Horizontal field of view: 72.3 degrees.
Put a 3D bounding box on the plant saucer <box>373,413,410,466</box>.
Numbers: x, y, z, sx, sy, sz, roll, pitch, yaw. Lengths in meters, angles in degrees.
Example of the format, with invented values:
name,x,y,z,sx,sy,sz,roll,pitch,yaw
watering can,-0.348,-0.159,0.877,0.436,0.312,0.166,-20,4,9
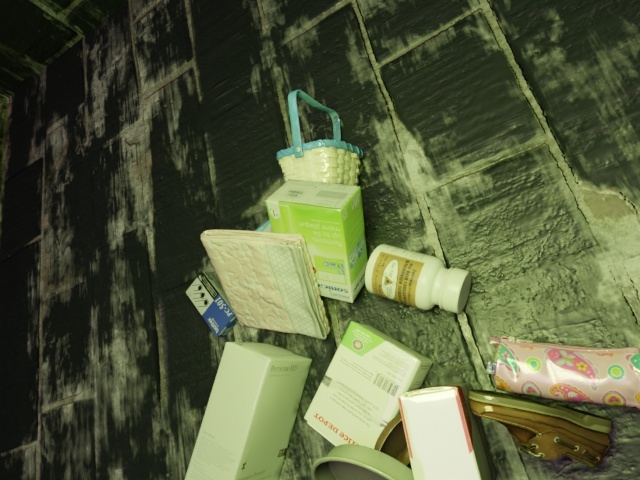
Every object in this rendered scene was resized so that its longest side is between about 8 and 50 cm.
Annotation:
name,x,y,z,sx,sy,sz,roll,pitch,yaw
plant saucer,0.174,0.453,0.985,0.029,0.169,0.168,25,89,47

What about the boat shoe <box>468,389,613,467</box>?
name,x,y,z,sx,sy,sz,roll,pitch,yaw
boat shoe,0.415,0.358,0.821,0.308,0.111,0.104,16,81,-10

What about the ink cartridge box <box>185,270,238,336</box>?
name,x,y,z,sx,sy,sz,roll,pitch,yaw
ink cartridge box,-0.343,0.201,1.404,0.207,0.046,0.097,44,100,30

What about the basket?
name,x,y,z,sx,sy,sz,roll,pitch,yaw
basket,-0.004,-0.248,1.219,0.201,0.255,0.288,-2,87,31

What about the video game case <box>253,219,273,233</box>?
name,x,y,z,sx,sy,sz,roll,pitch,yaw
video game case,-0.159,0.025,1.369,0.119,0.015,0.166,-36,62,16

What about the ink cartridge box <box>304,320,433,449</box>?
name,x,y,z,sx,sy,sz,roll,pitch,yaw
ink cartridge box,0.115,0.365,1.066,0.199,0.115,0.272,26,90,33

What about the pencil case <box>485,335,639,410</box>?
name,x,y,z,sx,sy,sz,roll,pitch,yaw
pencil case,0.493,0.261,0.883,0.284,0.124,0.124,0,76,30

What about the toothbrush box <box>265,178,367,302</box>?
name,x,y,z,sx,sy,sz,roll,pitch,yaw
toothbrush box,0.000,0.000,1.125,0.206,0.283,0.122,10,40,26

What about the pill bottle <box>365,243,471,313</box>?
name,x,y,z,sx,sy,sz,roll,pitch,yaw
pill bottle,0.236,0.095,1.063,0.229,0.131,0.131,15,84,31

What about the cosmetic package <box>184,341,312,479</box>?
name,x,y,z,sx,sy,sz,roll,pitch,yaw
cosmetic package,-0.183,0.470,1.147,0.156,0.217,0.384,14,86,32

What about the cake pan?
name,x,y,z,sx,sy,sz,roll,pitch,yaw
cake pan,0.120,0.540,0.929,0.294,0.054,0.293,17,130,22

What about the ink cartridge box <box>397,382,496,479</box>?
name,x,y,z,sx,sy,sz,roll,pitch,yaw
ink cartridge box,0.261,0.399,0.880,0.117,0.283,0.207,-17,69,19

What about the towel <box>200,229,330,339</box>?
name,x,y,z,sx,sy,sz,roll,pitch,yaw
towel,-0.149,0.122,1.190,0.317,0.331,0.053,3,34,30
